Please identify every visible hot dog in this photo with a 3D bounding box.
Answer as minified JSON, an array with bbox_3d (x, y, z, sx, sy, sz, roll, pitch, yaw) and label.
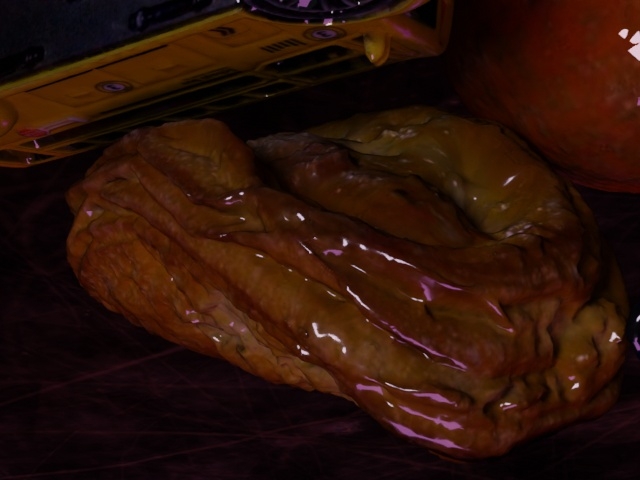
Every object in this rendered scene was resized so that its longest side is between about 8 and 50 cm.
[{"bbox_3d":[0.002,-0.002,0.702,0.175,0.114,0.259,-14,-155,-41],"label":"hot dog"}]

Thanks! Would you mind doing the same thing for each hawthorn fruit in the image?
[{"bbox_3d":[0.139,-0.106,0.734,0.189,0.189,0.189,-2,156,-1],"label":"hawthorn fruit"}]

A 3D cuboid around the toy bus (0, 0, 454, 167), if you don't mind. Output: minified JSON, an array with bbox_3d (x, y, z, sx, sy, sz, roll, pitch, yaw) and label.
[{"bbox_3d":[-0.058,-0.125,0.675,0.331,0.145,0.151,-12,161,38],"label":"toy bus"}]

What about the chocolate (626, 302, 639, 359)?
[{"bbox_3d":[0.236,-0.082,0.614,0.343,0.126,0.148,-42,135,9],"label":"chocolate"}]
